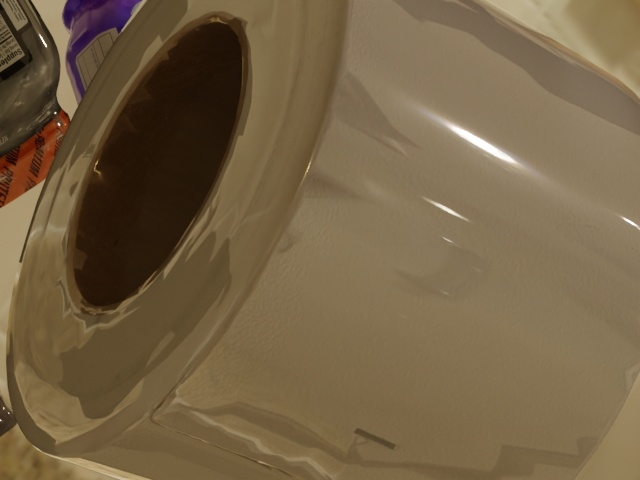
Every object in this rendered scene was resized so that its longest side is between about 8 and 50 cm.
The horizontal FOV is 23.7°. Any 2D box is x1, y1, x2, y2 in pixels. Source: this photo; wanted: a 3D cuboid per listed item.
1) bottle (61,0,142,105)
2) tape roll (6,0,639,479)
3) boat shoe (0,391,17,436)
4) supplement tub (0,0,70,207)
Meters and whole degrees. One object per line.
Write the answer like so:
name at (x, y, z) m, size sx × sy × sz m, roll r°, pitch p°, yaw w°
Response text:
bottle at (-0.146, -0.136, 1.242) m, size 0.118 × 0.092 × 0.282 m, roll 13°, pitch 47°, yaw -47°
tape roll at (0.000, 0.000, 0.640) m, size 0.169 × 0.246 × 0.246 m, roll 26°, pitch 0°, yaw -28°
boat shoe at (-0.364, 0.206, 1.349) m, size 0.130 × 0.132 × 0.355 m, roll 48°, pitch -38°, yaw 7°
supplement tub at (-0.312, -0.166, 1.068) m, size 0.316 × 0.194 × 0.193 m, roll 62°, pitch -14°, yaw -18°
